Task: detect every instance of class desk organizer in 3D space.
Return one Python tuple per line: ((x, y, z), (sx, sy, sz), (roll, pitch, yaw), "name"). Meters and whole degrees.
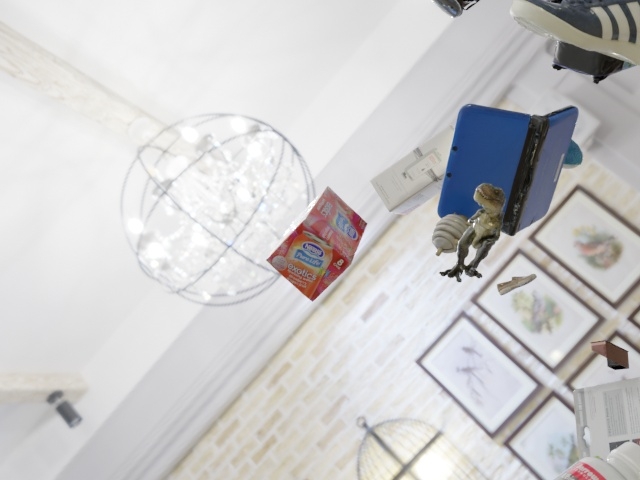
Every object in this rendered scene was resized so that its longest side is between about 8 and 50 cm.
((0.796, 0.316, 1.927), (0.130, 0.050, 0.047), (24, -30, -36), "desk organizer")

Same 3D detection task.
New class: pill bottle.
((0.508, 0.529, 1.339), (0.318, 0.176, 0.176), (-32, -24, -10), "pill bottle")

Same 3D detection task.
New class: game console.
((0.431, -0.178, 1.621), (0.250, 0.173, 0.293), (-24, -47, -41), "game console")

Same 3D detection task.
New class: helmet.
((0.323, -0.638, 1.690), (0.169, 0.161, 0.169), (-36, 15, 11), "helmet")

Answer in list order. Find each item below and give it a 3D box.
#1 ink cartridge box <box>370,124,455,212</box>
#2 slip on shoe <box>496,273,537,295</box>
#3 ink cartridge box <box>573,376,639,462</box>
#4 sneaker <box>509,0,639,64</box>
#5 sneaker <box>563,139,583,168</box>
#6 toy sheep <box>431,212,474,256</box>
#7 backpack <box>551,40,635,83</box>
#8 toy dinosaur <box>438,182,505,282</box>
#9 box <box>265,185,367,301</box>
((0.313, -0.199, 2.055), (0.283, 0.117, 0.207), (-34, -13, 17), "ink cartridge box")
((0.644, 0.136, 2.311), (0.135, 0.041, 0.051), (-32, -21, 28), "slip on shoe")
((0.839, 0.535, 1.874), (0.272, 0.309, 0.130), (-19, -48, 32), "ink cartridge box")
((0.494, -0.396, 1.201), (0.350, 0.131, 0.148), (9, -68, -19), "sneaker")
((0.554, -0.227, 1.800), (0.092, 0.228, 0.087), (69, -141, -63), "sneaker")
((0.296, -0.011, 1.585), (0.132, 0.091, 0.091), (-48, -18, -35), "toy sheep")
((0.650, -0.447, 1.622), (0.173, 0.158, 0.117), (-19, -55, -24), "backpack")
((0.241, 0.007, 1.091), (0.118, 0.064, 0.268), (-59, -13, -15), "toy dinosaur")
((0.000, 0.000, 1.448), (0.122, 0.128, 0.257), (-45, 5, 22), "box")
